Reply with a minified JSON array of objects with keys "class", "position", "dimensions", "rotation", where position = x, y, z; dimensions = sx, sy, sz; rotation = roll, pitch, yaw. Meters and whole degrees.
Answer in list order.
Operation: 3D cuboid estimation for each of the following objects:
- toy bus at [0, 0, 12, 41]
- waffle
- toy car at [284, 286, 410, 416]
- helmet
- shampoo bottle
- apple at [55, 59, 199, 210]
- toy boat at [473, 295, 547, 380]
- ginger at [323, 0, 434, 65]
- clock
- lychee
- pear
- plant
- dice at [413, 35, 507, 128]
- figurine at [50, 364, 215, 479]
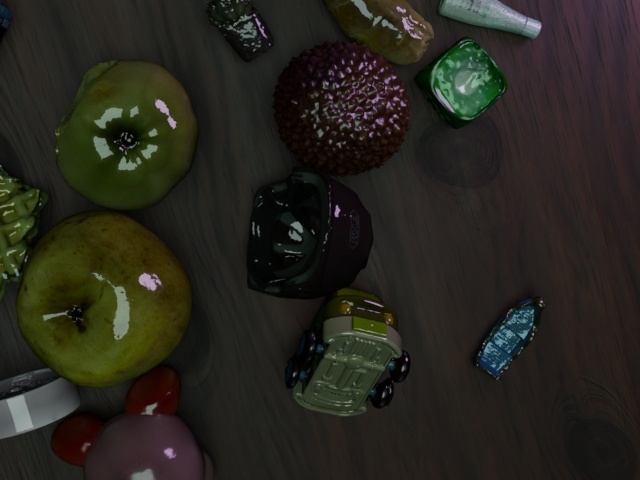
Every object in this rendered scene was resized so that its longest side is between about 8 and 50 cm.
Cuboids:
[{"class":"toy bus","position":[-0.665,-0.411,1.814],"dimensions":[0.256,0.128,0.147],"rotation":[33,91,-7]},{"class":"waffle","position":[-0.649,-0.015,1.846],"dimensions":[0.317,0.073,0.297],"rotation":[21,67,7]},{"class":"toy car","position":[0.047,0.185,1.944],"dimensions":[0.204,0.198,0.248],"rotation":[14,133,-13]},{"class":"helmet","position":[0.000,0.000,1.867],"dimensions":[0.177,0.305,0.224],"rotation":[15,78,-33]},{"class":"shampoo bottle","position":[0.317,-0.422,1.964],"dimensions":[0.191,0.041,0.069],"rotation":[19,89,-9]},{"class":"apple","position":[-0.335,-0.179,1.824],"dimensions":[0.279,0.279,0.279],"rotation":[-1,97,-6]},{"class":"toy boat","position":[0.369,0.183,2.027],"dimensions":[0.075,0.077,0.185],"rotation":[37,92,-8]},{"class":"ginger","position":[0.087,-0.416,1.906],"dimensions":[0.263,0.109,0.116],"rotation":[43,118,-9]},{"class":"clock","position":[-0.531,0.288,1.879],"dimensions":[0.197,0.197,0.068],"rotation":[-16,98,-4]},{"class":"lychee","position":[0.030,-0.226,1.848],"dimensions":[0.271,0.271,0.271],"rotation":[-1,97,-6]},{"class":"pear","position":[-0.370,0.101,1.824],"dimensions":[0.304,0.304,0.303],"rotation":[-1,97,-6]},{"class":"plant","position":[-0.145,-0.396,1.895],"dimensions":[0.092,0.094,0.143],"rotation":[-29,111,12]},{"class":"dice","position":[0.257,-0.289,1.935],"dimensions":[0.128,0.120,0.131],"rotation":[-40,97,1]},{"class":"figurine","position":[-0.329,0.408,1.910],"dimensions":[0.270,0.211,0.261],"rotation":[-29,99,-2]}]
